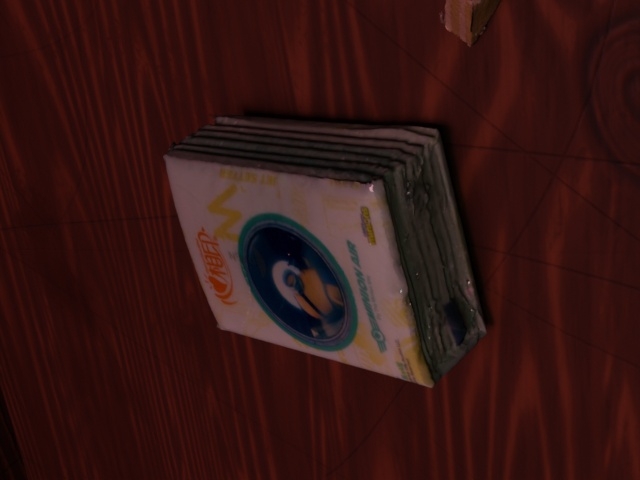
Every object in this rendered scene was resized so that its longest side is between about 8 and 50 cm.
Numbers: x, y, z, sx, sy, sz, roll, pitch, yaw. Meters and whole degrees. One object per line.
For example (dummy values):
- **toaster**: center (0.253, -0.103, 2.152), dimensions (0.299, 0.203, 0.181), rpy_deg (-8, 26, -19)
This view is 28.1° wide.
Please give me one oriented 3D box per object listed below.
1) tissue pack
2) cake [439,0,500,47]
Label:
- **tissue pack**: center (0.000, 0.000, 1.612), dimensions (0.388, 0.162, 0.287), rpy_deg (10, 124, 45)
- **cake**: center (0.162, -0.252, 1.348), dimensions (0.052, 0.065, 0.121), rpy_deg (45, 165, 16)
